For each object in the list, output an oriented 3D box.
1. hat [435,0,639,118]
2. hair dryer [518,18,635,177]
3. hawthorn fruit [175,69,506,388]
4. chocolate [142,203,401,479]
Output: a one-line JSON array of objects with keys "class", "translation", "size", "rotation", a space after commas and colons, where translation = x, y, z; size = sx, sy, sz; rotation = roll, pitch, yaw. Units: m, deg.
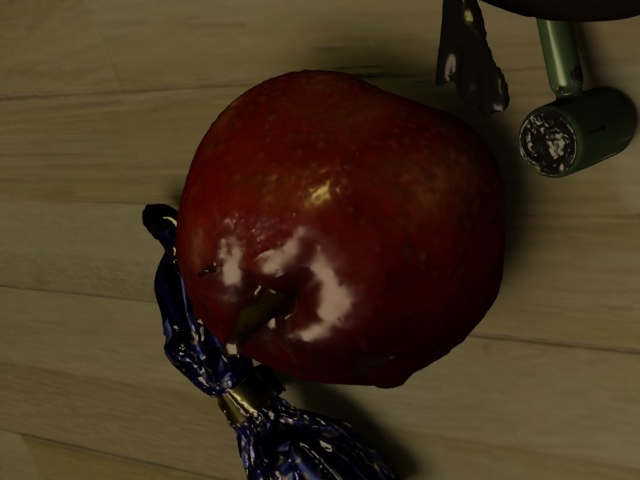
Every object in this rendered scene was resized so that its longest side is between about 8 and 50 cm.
[{"class": "hat", "translation": [0.075, -0.227, 0.631], "size": [0.336, 0.209, 0.238], "rotation": [45, 143, 7]}, {"class": "hair dryer", "translation": [0.148, -0.117, 0.771], "size": [0.047, 0.071, 0.150], "rotation": [-4, 102, 42]}, {"class": "hawthorn fruit", "translation": [0.000, 0.000, 0.840], "size": [0.230, 0.266, 0.210], "rotation": [36, 120, 10]}, {"class": "chocolate", "translation": [-0.067, 0.120, 1.106], "size": [0.343, 0.126, 0.148], "rotation": [55, -179, -2]}]
